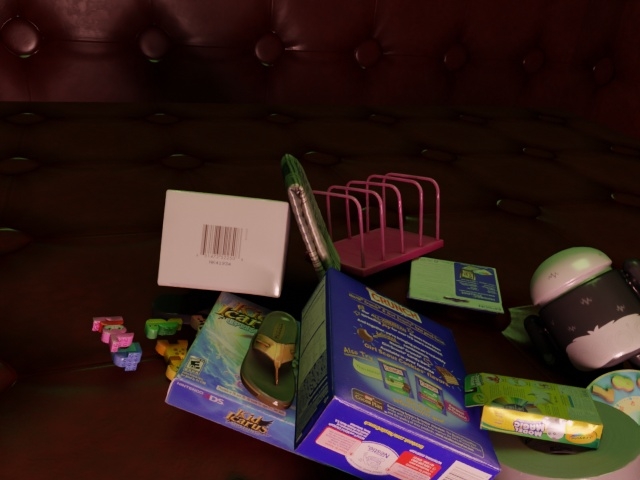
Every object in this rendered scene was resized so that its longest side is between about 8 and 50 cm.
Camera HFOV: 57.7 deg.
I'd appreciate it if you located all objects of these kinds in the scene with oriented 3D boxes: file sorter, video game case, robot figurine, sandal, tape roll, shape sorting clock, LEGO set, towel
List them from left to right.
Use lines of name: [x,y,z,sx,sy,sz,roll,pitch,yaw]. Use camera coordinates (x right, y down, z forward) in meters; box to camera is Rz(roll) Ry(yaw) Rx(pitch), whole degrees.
LEGO set: [-0.271,0.191,0.998,0.227,0.087,0.093,3,30,-34]
sandal: [-0.207,0.130,1.165,0.254,0.055,0.097,1,28,-12]
video game case: [-0.080,0.213,0.953,0.269,0.061,0.244,23,26,-3]
sandal: [-0.066,0.170,0.905,0.089,0.060,0.219,22,28,-4]
towel: [0.000,0.000,1.154,0.056,0.324,0.312,-20,18,0]
file sorter: [0.131,-0.054,1.422,0.290,0.182,0.202,-17,22,-39]
tape roll: [0.347,0.308,0.840,0.219,0.072,0.219,-11,12,2]
robot figurine: [0.521,0.147,1.102,0.209,0.174,0.278,-23,70,-11]
shape sorting clock: [0.524,0.303,0.937,0.206,0.040,0.206,-1,53,1]

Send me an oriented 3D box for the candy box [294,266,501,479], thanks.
candy box: [0.101,0.216,0.896,0.268,0.122,0.317,28,25,-14]

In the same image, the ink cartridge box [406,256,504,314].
ink cartridge box: [0.302,0.111,1.329,0.206,0.045,0.208,9,25,7]

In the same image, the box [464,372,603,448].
box: [0.297,0.239,0.835,0.179,0.043,0.105,8,15,13]

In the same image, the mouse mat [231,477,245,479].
mouse mat: [-0.092,0.393,0.731,0.152,0.007,0.189,16,27,18]

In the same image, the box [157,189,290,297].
box: [-0.171,0.004,1.154,0.214,0.169,0.345,6,1,-1]
